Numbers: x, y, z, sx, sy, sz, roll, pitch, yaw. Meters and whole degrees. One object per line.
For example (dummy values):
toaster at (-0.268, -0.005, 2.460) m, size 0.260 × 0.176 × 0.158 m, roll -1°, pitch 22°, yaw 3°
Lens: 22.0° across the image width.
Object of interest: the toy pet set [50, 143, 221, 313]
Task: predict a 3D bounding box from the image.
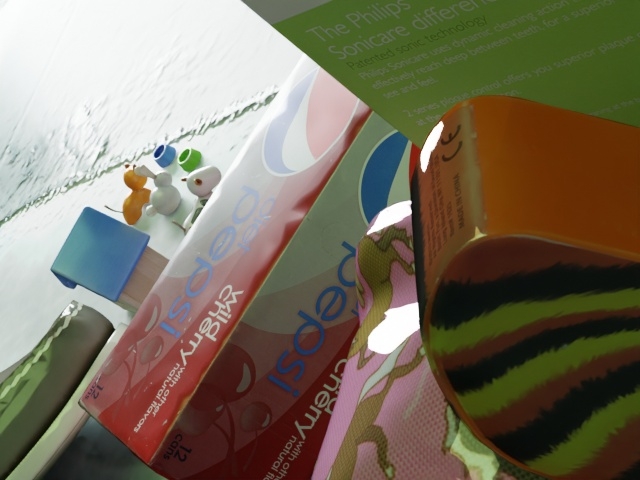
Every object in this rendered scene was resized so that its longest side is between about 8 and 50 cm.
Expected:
toy pet set at (-0.109, -0.018, 0.955) m, size 0.122 × 0.065 × 0.114 m, roll 11°, pitch 69°, yaw 55°

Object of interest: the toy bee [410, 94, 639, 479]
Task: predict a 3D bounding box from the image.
toy bee at (0.164, 0.054, 0.452) m, size 0.195 × 0.298 × 0.162 m, roll -61°, pitch -14°, yaw -45°

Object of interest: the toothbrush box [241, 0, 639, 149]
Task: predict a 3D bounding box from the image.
toothbrush box at (0.121, -0.099, 0.547) m, size 0.206 × 0.283 × 0.122 m, roll -18°, pitch 48°, yaw 43°

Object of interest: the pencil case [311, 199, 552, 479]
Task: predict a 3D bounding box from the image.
pencil case at (0.028, 0.174, 0.538) m, size 0.167 × 0.160 × 0.386 m, roll 14°, pitch 69°, yaw 23°

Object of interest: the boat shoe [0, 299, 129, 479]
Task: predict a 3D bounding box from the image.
boat shoe at (-0.223, 0.141, 0.905) m, size 0.305 × 0.091 × 0.109 m, roll -48°, pitch 1°, yaw 11°

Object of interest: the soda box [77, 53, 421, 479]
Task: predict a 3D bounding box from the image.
soda box at (0.000, 0.000, 0.788) m, size 0.263 × 0.083 × 0.092 m, roll -58°, pitch 33°, yaw -4°
